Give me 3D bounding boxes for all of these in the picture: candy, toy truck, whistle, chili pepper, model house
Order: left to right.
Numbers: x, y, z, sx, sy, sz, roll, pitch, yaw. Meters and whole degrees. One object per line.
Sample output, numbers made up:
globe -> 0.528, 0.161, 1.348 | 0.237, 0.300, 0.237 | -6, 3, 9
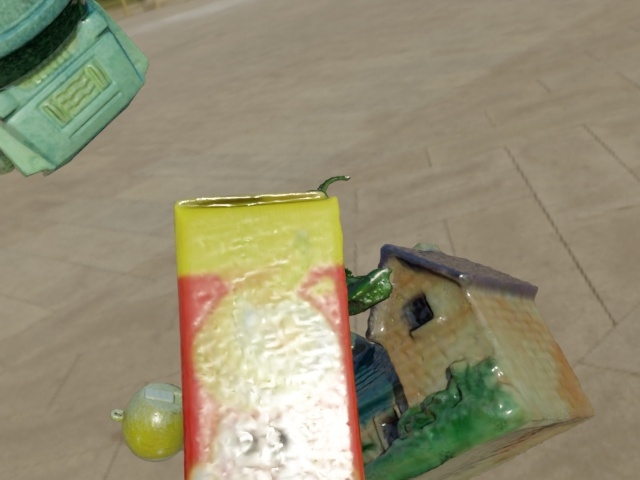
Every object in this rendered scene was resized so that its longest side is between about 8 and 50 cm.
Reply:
toy truck -> -0.270, -0.183, 0.665 | 0.155, 0.279, 0.156 | -49, 20, -22
whistle -> -0.213, 0.292, 1.335 | 0.223, 0.122, 0.123 | 13, 14, -14
candy -> -0.026, 0.125, 0.456 | 0.088, 0.275, 0.146 | -3, -15, -4
chili pepper -> -0.001, 0.000, 0.981 | 0.122, 0.065, 0.278 | -21, 34, 2
model house -> 0.125, 0.154, 1.083 | 0.312, 0.280, 0.245 | -38, -29, 32
